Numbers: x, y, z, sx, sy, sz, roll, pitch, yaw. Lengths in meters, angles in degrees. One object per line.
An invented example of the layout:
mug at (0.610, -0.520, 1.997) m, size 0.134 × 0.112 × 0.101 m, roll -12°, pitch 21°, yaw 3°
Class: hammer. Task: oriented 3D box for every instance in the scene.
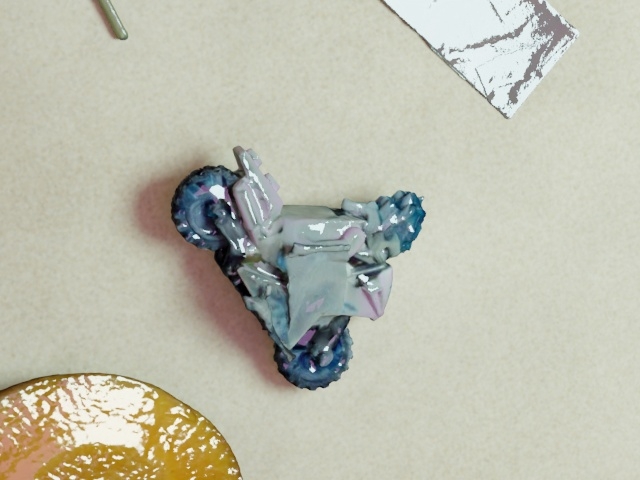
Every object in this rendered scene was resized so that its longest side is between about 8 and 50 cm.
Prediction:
hammer at (-0.212, -0.270, 1.627) m, size 0.060 × 0.028 × 0.195 m, roll -33°, pitch 107°, yaw -16°

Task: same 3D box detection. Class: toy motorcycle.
toy motorcycle at (-0.002, -0.002, 1.672) m, size 0.204 × 0.108 × 0.239 m, roll -36°, pitch 127°, yaw -3°

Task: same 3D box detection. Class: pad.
pad at (0.149, -0.217, 1.736) m, size 0.188 × 0.006 × 0.113 m, roll 41°, pitch 84°, yaw -17°

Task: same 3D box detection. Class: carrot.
carrot at (-0.217, 0.243, 1.653) m, size 0.307 × 0.100 × 0.258 m, roll 3°, pitch 94°, yaw -23°
